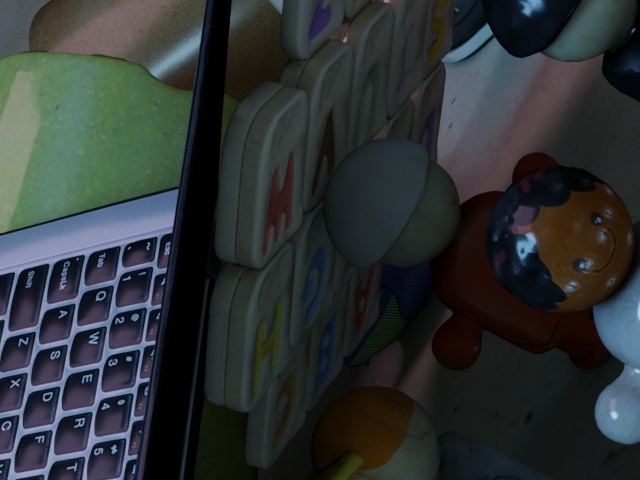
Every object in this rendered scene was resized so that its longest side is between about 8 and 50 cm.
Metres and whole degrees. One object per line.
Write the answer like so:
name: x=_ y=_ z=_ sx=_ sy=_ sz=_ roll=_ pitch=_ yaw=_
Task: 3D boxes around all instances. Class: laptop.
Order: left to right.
laptop: x=-0.164 y=0.087 z=0.763 sx=0.408 sy=0.236 sz=0.382 roll=-13 pitch=52 yaw=27

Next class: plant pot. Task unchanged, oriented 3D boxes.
plant pot: x=-0.143 y=0.033 z=1.103 sx=0.276 sy=0.276 sz=0.253 roll=157 pitch=125 yaw=-68
plant pot: x=-0.046 y=-0.166 z=1.374 sx=0.254 sy=0.237 sz=0.237 roll=-39 pitch=24 yaw=25

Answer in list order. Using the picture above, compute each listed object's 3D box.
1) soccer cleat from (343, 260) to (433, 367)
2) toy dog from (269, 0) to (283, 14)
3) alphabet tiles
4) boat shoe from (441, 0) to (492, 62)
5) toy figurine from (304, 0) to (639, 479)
soccer cleat: x=-0.001 y=0.000 z=1.132 sx=0.121 sy=0.093 sz=0.289 roll=-64 pitch=15 yaw=5
toy dog: x=0.055 y=-0.285 z=1.081 sx=0.333 sy=0.220 sz=0.161 roll=-55 pitch=-10 yaw=-17
alphabet tiles: x=0.014 y=-0.043 z=0.852 sx=0.284 sy=0.021 sz=0.278 roll=-51 pitch=-29 yaw=-58
boat shoe: x=0.094 y=-0.168 z=1.139 sx=0.081 sy=0.069 sz=0.228 roll=-67 pitch=15 yaw=-12
toy figurine: x=0.088 y=0.009 z=0.700 sx=0.213 sy=0.148 sz=0.209 roll=-49 pitch=20 yaw=42
